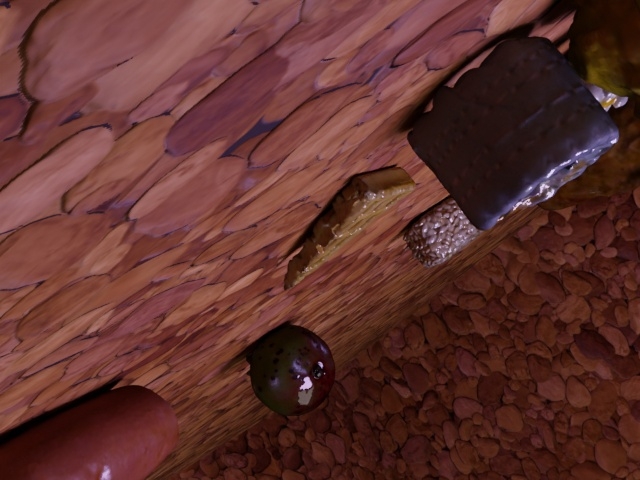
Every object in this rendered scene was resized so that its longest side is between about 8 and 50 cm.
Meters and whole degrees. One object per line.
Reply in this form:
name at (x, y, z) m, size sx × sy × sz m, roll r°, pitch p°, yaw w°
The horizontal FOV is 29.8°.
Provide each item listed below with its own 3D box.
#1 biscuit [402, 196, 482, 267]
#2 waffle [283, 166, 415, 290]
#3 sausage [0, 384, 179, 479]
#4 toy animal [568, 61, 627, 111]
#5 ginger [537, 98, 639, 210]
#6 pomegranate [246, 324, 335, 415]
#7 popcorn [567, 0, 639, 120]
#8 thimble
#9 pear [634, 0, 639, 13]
biscuit at (0.193, -0.029, 1.653) m, size 0.168 × 0.070 × 0.082 m, roll -34°, pitch 180°, yaw -26°
waffle at (0.000, 0.000, 1.155) m, size 0.191 × 0.032 × 0.125 m, roll -41°, pitch 172°, yaw 25°
sausage at (-0.247, 0.222, 1.154) m, size 0.113 × 0.113 × 0.259 m, roll -41°, pitch 172°, yaw 31°
toy animal at (0.254, -0.152, 1.126) m, size 0.124 × 0.085 × 0.071 m, roll -35°, pitch 172°, yaw 19°
ginger at (0.388, -0.185, 1.226) m, size 0.418 × 0.176 × 0.254 m, roll -41°, pitch 178°, yaw 44°
pomegranate at (-0.046, 0.194, 1.734) m, size 0.129 × 0.129 × 0.159 m, roll -32°, pitch 171°, yaw -25°
popcorn at (0.296, -0.175, 0.974) m, size 0.197 × 0.155 × 0.197 m, roll -39°, pitch 162°, yaw -15°
thimble at (0.160, -0.090, 1.004) m, size 0.127 × 0.118 × 0.151 m, roll -27°, pitch 168°, yaw -43°
pear at (0.416, -0.195, 0.775) m, size 0.342 × 0.238 × 0.318 m, roll -17°, pitch -173°, yaw 41°
